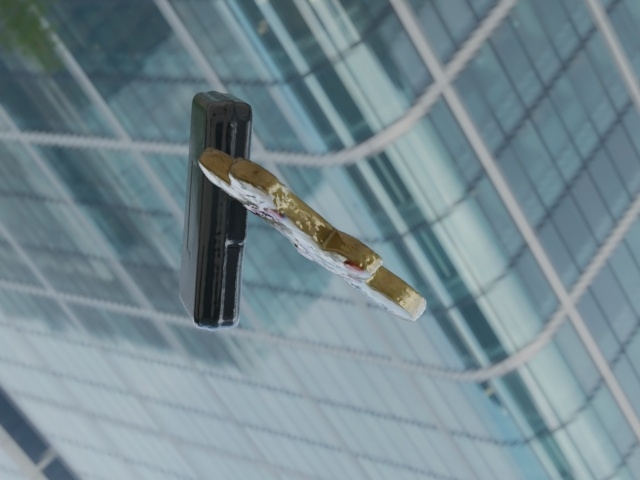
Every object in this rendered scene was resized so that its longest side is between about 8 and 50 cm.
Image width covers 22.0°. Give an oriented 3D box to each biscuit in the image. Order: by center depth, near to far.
[{"bbox_3d":[0.000,0.000,1.428,0.030,0.234,0.153,-54,-157,-5],"label":"biscuit"}]

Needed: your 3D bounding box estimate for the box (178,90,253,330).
[{"bbox_3d":[-0.108,-0.034,1.680,0.050,0.230,0.160,3,-171,-12],"label":"box"}]
